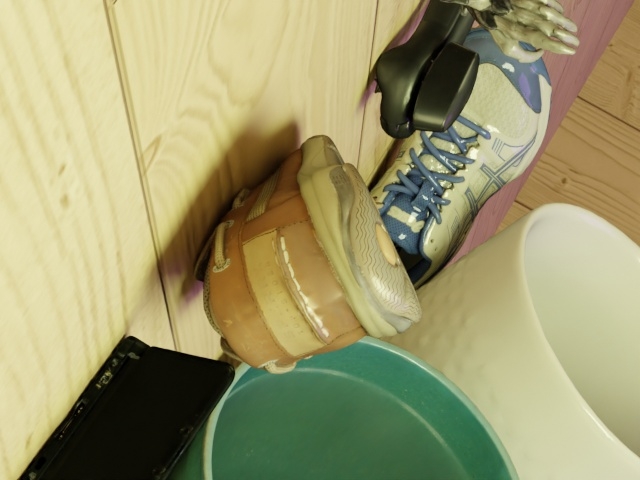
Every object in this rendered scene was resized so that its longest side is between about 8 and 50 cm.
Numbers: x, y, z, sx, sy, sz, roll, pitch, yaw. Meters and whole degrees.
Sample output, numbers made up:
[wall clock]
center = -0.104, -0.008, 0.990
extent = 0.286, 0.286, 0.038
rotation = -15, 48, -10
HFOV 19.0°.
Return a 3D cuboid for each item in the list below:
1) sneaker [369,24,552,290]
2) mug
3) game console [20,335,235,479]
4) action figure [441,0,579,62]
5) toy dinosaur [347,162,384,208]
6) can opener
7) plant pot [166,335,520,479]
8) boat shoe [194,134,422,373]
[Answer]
[sneaker]
center = 0.105, -0.047, 1.647
extent = 0.131, 0.112, 0.296
rotation = -50, 167, -50
[mug]
center = 0.154, 0.137, 1.707
extent = 0.328, 0.276, 0.374
rotation = -37, -156, 31
[game console]
center = -0.109, 0.120, 1.040
extent = 0.122, 0.071, 0.107
rotation = -55, 170, -31
[action figure]
center = 0.127, -0.192, 1.153
extent = 0.164, 0.141, 0.276
rotation = -64, 168, 17
[toy dinosaur]
center = 0.000, 0.000, 1.365
extent = 0.092, 0.053, 0.183
rotation = -62, 172, 24
[can opener]
center = 0.091, -0.150, 1.382
extent = 0.059, 0.073, 0.186
rotation = 90, 21, -59
[plant pot]
center = -0.018, 0.248, 1.473
extent = 0.255, 0.271, 0.271
rotation = -48, -176, 47
[boat shoe]
center = -0.021, 0.012, 1.139
extent = 0.116, 0.123, 0.324
rotation = -26, -179, 0
